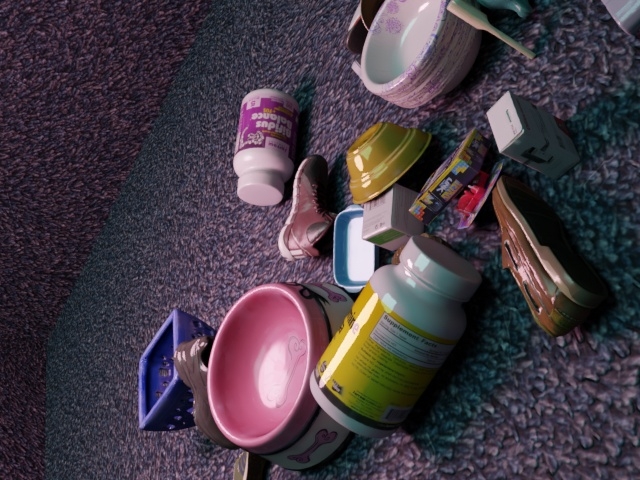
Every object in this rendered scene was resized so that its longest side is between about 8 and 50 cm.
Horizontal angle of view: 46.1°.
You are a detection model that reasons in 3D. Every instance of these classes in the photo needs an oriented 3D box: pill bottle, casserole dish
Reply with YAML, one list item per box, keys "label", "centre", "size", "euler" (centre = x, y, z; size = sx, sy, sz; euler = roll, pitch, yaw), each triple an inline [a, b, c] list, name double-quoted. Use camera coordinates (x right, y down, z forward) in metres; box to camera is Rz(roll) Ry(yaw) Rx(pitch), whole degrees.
- label: "pill bottle"
  centre: [-0.151, -0.256, 2.086]
  size: [0.169, 0.169, 0.301]
  euler: [-30, 49, 49]
- label: "casserole dish"
  centre: [0.081, 0.018, 1.614]
  size: [0.114, 0.037, 0.188]
  euler: [-5, 82, 43]
- label: "pill bottle"
  centre: [0.135, 0.165, 1.323]
  size: [0.334, 0.188, 0.188]
  euler: [-60, 31, 17]

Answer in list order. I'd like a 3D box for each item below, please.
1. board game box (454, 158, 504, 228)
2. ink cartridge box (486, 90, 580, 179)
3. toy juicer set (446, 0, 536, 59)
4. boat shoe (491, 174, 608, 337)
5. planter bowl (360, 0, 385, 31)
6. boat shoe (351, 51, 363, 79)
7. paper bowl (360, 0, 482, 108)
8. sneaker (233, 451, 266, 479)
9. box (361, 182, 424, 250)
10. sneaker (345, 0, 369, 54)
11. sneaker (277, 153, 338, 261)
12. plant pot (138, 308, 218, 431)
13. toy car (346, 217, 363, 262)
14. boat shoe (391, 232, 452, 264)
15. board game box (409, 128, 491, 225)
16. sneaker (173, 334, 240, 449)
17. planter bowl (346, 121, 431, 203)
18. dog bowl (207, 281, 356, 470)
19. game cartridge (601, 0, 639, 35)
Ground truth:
- label: "board game box"
  centre: [0.269, -0.087, 1.326]
  size: [0.133, 0.033, 0.169]
  euler: [-62, -1, 0]
- label: "ink cartridge box"
  centre: [0.346, -0.170, 1.225]
  size: [0.056, 0.135, 0.099]
  euler: [-45, 37, 38]
- label: "toy juicer set"
  centre: [0.308, -0.503, 1.420]
  size: [0.089, 0.209, 0.329]
  euler: [-51, 32, 46]
- label: "boat shoe"
  centre: [0.324, 0.016, 1.174]
  size: [0.104, 0.111, 0.307]
  euler: [-58, 26, 31]
- label: "planter bowl"
  centre: [0.171, -0.535, 1.749]
  size: [0.109, 0.162, 0.162]
  euler: [-81, 15, -82]
- label: "boat shoe"
  centre: [0.140, -0.409, 1.791]
  size: [0.076, 0.080, 0.228]
  euler: [-61, 23, 18]
- label: "paper bowl"
  centre: [0.222, -0.413, 1.572]
  size: [0.284, 0.148, 0.284]
  euler: [-37, 44, 45]
- label: "sneaker"
  centre: [-0.166, 0.507, 1.747]
  size: [0.086, 0.064, 0.192]
  euler: [3, 78, 55]
- label: "box"
  centre: [0.149, -0.046, 1.532]
  size: [0.101, 0.087, 0.102]
  euler: [-26, 52, 52]
- label: "sneaker"
  centre: [0.137, -0.603, 1.897]
  size: [0.270, 0.090, 0.145]
  euler: [-57, 30, 15]
- label: "sneaker"
  centre: [0.010, -0.079, 1.806]
  size: [0.162, 0.106, 0.281]
  euler: [0, 69, 41]
- label: "plant pot"
  centre: [-0.335, 0.357, 1.976]
  size: [0.236, 0.212, 0.236]
  euler: [-52, 35, 31]
- label: "toy car"
  centre: [0.091, -0.002, 1.651]
  size: [0.060, 0.040, 0.122]
  euler: [5, 77, 60]
- label: "boat shoe"
  centre: [0.190, 0.037, 1.443]
  size: [0.178, 0.060, 0.064]
  euler: [140, 138, -62]
- label: "board game box"
  centre: [0.241, -0.118, 1.378]
  size: [0.141, 0.048, 0.170]
  euler: [-48, 2, 33]
- label: "sneaker"
  centre: [-0.243, 0.356, 1.767]
  size: [0.130, 0.109, 0.286]
  euler: [-32, 84, 39]
- label: "planter bowl"
  centre: [0.120, -0.182, 1.570]
  size: [0.217, 0.090, 0.217]
  euler: [-41, 14, 13]
- label: "dog bowl"
  centre: [-0.083, 0.270, 1.591]
  size: [0.408, 0.150, 0.408]
  euler: [-20, 60, 41]
- label: "game cartridge"
  centre: [0.519, -0.490, 1.217]
  size: [0.196, 0.060, 0.294]
  euler: [-43, 39, 33]
